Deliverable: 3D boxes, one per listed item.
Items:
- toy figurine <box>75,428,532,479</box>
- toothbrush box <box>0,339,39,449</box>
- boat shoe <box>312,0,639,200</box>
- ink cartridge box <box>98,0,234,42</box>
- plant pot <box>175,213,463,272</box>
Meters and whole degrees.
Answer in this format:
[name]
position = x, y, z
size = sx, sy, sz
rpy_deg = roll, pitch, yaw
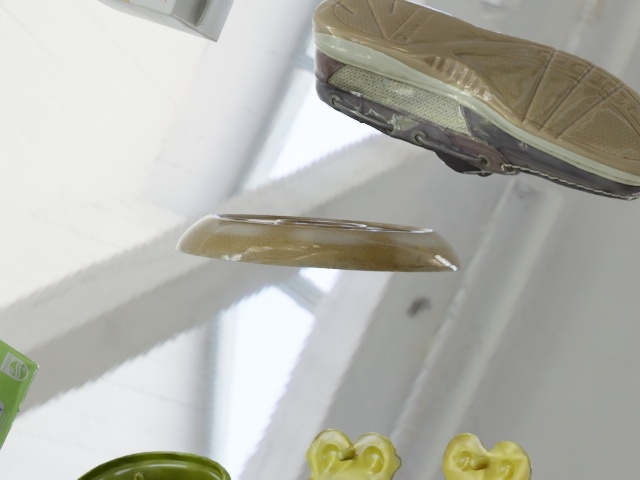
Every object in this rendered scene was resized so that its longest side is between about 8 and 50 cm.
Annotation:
[toy figurine]
position = -0.001, 0.260, 0.960
size = 0.191, 0.362, 0.217
rpy_deg = -57, -49, -40
[toothbrush box]
position = -0.425, 0.113, 1.336
size = 0.283, 0.206, 0.122
rpy_deg = 36, -134, -21
[boat shoe]
position = 0.119, -0.094, 1.127
size = 0.103, 0.285, 0.092
rpy_deg = -48, -25, -43
[ink cartridge box]
position = -0.142, -0.250, 1.437
size = 0.090, 0.143, 0.092
rpy_deg = 23, -91, -63
[plant pot]
position = 0.000, 0.000, 1.264
size = 0.236, 0.236, 0.032
rpy_deg = 2, -87, -28
